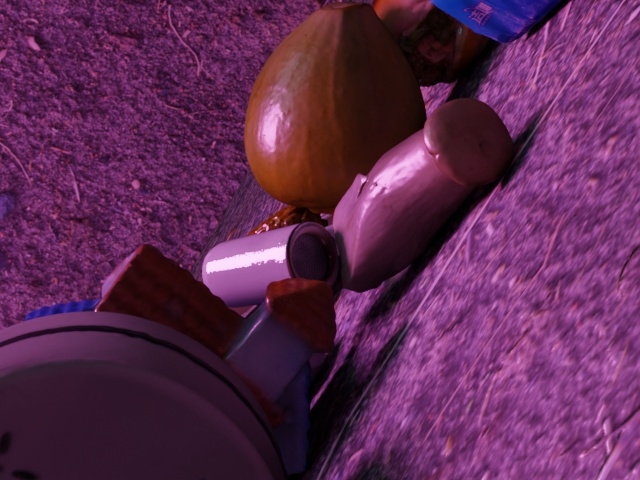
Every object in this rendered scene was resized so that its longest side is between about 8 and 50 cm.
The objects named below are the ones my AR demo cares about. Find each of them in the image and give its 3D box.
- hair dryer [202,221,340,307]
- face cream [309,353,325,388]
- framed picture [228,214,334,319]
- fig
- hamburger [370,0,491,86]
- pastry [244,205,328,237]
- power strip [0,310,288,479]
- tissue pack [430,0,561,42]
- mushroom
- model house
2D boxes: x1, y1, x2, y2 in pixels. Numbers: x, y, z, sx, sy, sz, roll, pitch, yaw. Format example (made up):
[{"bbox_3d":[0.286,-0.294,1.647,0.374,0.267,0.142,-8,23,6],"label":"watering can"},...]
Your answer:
[{"bbox_3d":[0.000,0.000,1.699,0.131,0.073,0.236,-11,11,43],"label":"hair dryer"},{"bbox_3d":[-0.048,0.131,1.732,0.095,0.091,0.091,-45,15,34],"label":"face cream"},{"bbox_3d":[-0.048,0.038,1.987,0.274,0.017,0.217,-43,7,-30],"label":"framed picture"},{"bbox_3d":[0.018,-0.142,1.862,0.207,0.207,0.230,139,134,-66],"label":"fig"},{"bbox_3d":[0.154,-0.300,1.937,0.286,0.146,0.243,-58,1,19],"label":"hamburger"},{"bbox_3d":[-0.041,-0.007,1.926,0.097,0.057,0.109,-40,8,-14],"label":"pastry"},{"bbox_3d":[-0.200,0.228,1.324,0.357,0.357,0.161,-58,10,9],"label":"power strip"},{"bbox_3d":[0.223,-0.338,1.621,0.209,0.137,0.270,-60,7,-20],"label":"tissue pack"},{"bbox_3d":[0.088,-0.046,1.545,0.108,0.096,0.247,-32,-9,-41],"label":"mushroom"},{"bbox_3d":[-0.133,0.123,1.578,0.329,0.295,0.251,-52,6,11],"label":"model house"}]
